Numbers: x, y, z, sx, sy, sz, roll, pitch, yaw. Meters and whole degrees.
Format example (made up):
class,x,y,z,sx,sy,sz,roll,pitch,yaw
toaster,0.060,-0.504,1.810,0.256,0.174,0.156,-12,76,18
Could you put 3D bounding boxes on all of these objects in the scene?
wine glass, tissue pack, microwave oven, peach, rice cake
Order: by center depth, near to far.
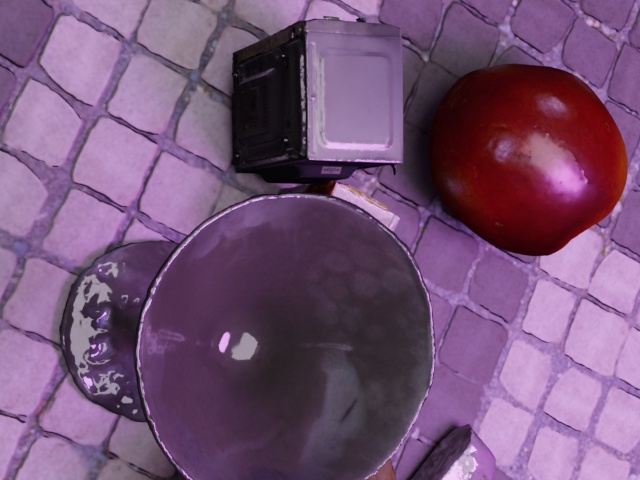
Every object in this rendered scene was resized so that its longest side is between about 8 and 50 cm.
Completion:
class,x,y,z,sx,sy,sz,roll,pitch,yaw
wine glass,-0.099,0.097,1.167,0.267,0.406,0.267,1,87,-23
microwave oven,-0.013,-0.146,1.321,0.129,0.205,0.163,1,87,-25
tissue pack,-0.001,0.000,1.354,0.099,0.149,0.106,31,76,-20
rice cake,0.077,0.384,1.427,0.070,0.064,0.399,47,72,-23
peach,0.245,-0.105,1.442,0.244,0.199,0.243,6,76,-26

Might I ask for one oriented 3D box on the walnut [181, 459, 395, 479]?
class,x,y,z,sx,sy,sz,roll,pitch,yaw
walnut,-0.036,0.297,1.291,0.283,0.227,0.283,-44,145,-42
